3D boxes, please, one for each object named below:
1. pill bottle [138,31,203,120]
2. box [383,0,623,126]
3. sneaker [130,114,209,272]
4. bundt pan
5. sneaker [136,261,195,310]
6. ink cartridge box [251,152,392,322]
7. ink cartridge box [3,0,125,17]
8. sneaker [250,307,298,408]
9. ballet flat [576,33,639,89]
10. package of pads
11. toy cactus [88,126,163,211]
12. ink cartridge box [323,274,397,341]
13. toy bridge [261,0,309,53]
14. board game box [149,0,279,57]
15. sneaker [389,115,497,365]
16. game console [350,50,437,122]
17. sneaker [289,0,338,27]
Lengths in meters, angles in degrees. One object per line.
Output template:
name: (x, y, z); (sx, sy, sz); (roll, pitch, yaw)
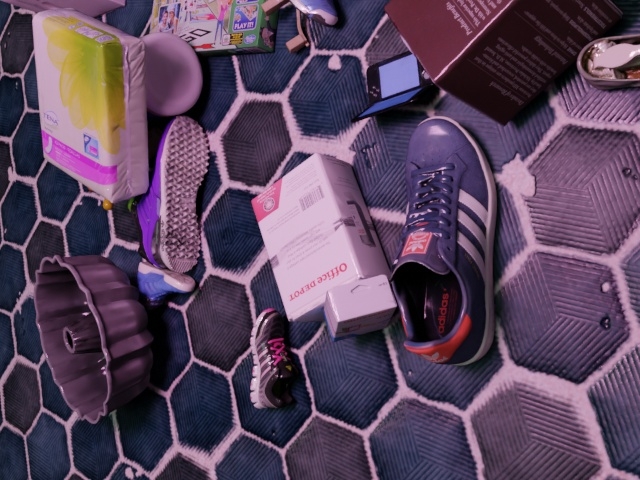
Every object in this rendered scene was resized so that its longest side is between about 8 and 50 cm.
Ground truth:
pill bottle: (-0.360, -0.304, 1.471); (0.265, 0.153, 0.153); (1, 85, 47)
box: (0.227, -0.292, 0.966); (0.203, 0.167, 0.168); (-45, 50, 27)
sneaker: (-0.301, -0.091, 1.439); (0.146, 0.102, 0.293); (4, 88, 41)
bundt pan: (-0.428, 0.175, 1.461); (0.331, 0.124, 0.331); (21, 118, 46)
sneaker: (-0.299, 0.098, 1.445); (0.152, 0.058, 0.084); (17, 98, 37)
ink cartridge box: (0.000, 0.000, 1.185); (0.158, 0.092, 0.218); (-33, 64, 33)
ink cartridge box: (-0.555, -0.642, 1.649); (0.197, 0.198, 0.270); (-4, 84, 39)
sneaker: (-0.071, 0.198, 1.242); (0.075, 0.063, 0.170); (6, 94, 40)
ballet flat: (0.406, -0.214, 0.887); (0.213, 0.068, 0.072); (0, 84, 39)
package of pads: (-0.411, -0.246, 1.358); (0.229, 0.101, 0.296); (30, 127, 33)
toy cactus: (-0.392, -0.167, 1.535); (0.180, 0.112, 0.219); (-38, 54, 19)
ink cartridge box: (0.055, 0.099, 1.092); (0.088, 0.122, 0.052); (-15, 69, -7)
toy bridge: (-0.071, -0.410, 1.300); (0.063, 0.026, 0.188); (-33, 85, 1)
board game box: (-0.202, -0.456, 1.434); (0.317, 0.046, 0.213); (8, 91, 40)
sneaker: (0.154, -0.008, 1.021); (0.131, 0.148, 0.350); (-15, 76, 38)
game console: (0.106, -0.235, 1.137); (0.122, 0.071, 0.107); (-12, 78, 38)
sneaker: (-0.019, -0.443, 1.258); (0.081, 0.080, 0.211); (-39, 63, 30)
